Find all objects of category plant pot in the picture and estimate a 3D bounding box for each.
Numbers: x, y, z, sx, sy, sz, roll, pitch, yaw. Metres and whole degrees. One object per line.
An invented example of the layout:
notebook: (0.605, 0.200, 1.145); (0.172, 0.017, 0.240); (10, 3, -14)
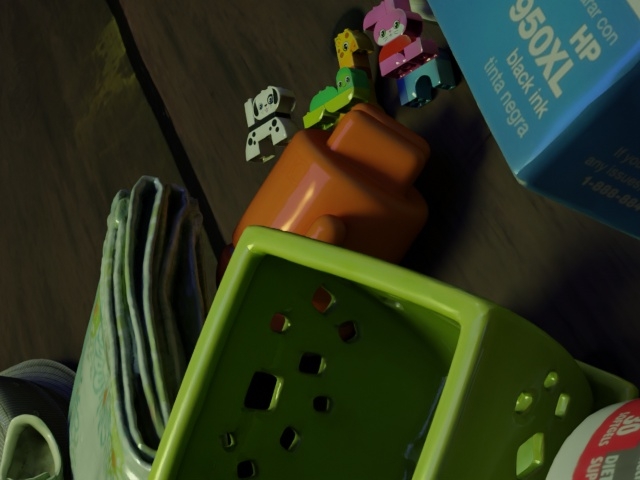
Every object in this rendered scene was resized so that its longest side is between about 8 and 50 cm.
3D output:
plant pot: (0.051, 0.139, 0.901); (0.228, 0.207, 0.227); (19, 88, 47)

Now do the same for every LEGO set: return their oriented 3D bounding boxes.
LEGO set: (0.030, -0.146, 1.213); (0.227, 0.087, 0.093); (-27, 66, 44)

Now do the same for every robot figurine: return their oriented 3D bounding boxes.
robot figurine: (0.001, 0.000, 1.143); (0.219, 0.128, 0.158); (-57, 38, 15)

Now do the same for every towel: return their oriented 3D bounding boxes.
towel: (-0.150, 0.180, 1.163); (0.320, 0.090, 0.374); (-100, 19, -47)

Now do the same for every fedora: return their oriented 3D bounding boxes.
fedora: (-0.343, 0.212, 1.435); (0.244, 0.124, 0.275); (-40, 47, 1)

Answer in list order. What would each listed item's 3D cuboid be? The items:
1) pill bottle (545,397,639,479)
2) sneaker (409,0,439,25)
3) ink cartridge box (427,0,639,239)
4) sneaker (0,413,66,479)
pill bottle: (0.267, 0.136, 0.647); (0.318, 0.176, 0.176); (-21, 56, 48)
sneaker: (0.137, -0.319, 1.012); (0.447, 0.257, 0.169); (-25, 53, 46)
ink cartridge box: (0.290, -0.166, 0.685); (0.395, 0.285, 0.166); (-48, 40, 28)
sneaker: (-0.255, 0.239, 1.263); (0.086, 0.064, 0.192); (86, 176, -52)
